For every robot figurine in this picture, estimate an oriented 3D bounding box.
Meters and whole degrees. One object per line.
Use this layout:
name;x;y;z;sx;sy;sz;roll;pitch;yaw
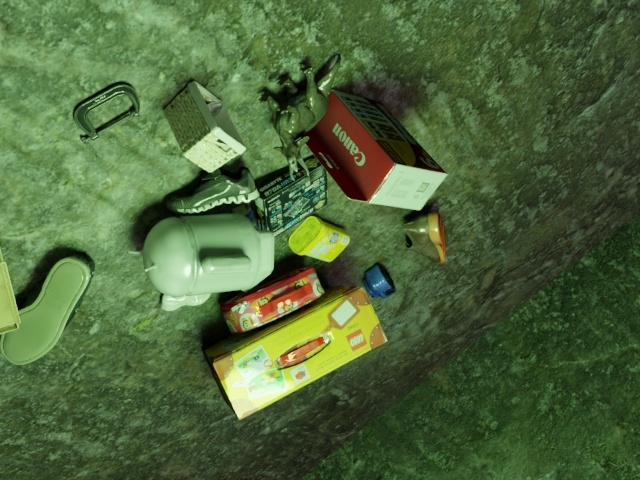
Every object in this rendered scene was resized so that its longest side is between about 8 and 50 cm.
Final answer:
robot figurine;-0.292;0.035;1.791;0.354;0.300;0.199;-5;100;-33

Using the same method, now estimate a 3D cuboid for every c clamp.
c clamp;-0.448;-0.259;1.508;0.161;0.022;0.137;-34;142;0

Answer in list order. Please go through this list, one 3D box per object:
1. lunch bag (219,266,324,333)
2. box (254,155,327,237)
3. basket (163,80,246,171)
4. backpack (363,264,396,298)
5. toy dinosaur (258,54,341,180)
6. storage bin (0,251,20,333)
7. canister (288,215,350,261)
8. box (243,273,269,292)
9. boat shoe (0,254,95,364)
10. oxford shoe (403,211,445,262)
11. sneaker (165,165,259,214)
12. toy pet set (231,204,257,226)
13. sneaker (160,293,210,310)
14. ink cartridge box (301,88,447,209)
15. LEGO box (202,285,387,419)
lunch bag;-0.141;0.181;2.143;0.293;0.120;0.258;-24;-179;-24
box;-0.077;-0.117;1.953;0.220;0.051;0.175;-34;148;-23
basket;-0.258;-0.247;1.563;0.103;0.167;0.113;-37;147;13
backpack;0.206;0.151;2.537;0.101;0.098;0.120;-34;148;4
toy dinosaur;-0.047;-0.318;1.712;0.313;0.121;0.160;-62;145;-21
storage bin;-0.819;0.121;1.558;0.262;0.123;0.260;-17;144;-26
canister;0.000;0.000;2.185;0.126;0.073;0.170;-46;147;17
box;-0.219;0.074;2.055;0.102;0.101;0.087;-38;147;8
boat shoe;-0.668;0.164;1.762;0.340;0.127;0.113;-56;-174;16
oxford shoe;0.368;-0.008;2.498;0.133;0.129;0.363;-5;157;13
sneaker;-0.274;-0.134;1.774;0.235;0.078;0.106;-12;118;-10
toy pet set;-0.206;-0.040;1.956;0.122;0.065;0.114;-21;145;-22
sneaker;-0.386;0.158;2.056;0.152;0.053;0.061;-15;139;-27
ink cartridge box;0.117;-0.231;1.780;0.272;0.309;0.130;3;131;-45
LEGO box;-0.097;0.333;2.246;0.501;0.193;0.372;-26;-176;-14
